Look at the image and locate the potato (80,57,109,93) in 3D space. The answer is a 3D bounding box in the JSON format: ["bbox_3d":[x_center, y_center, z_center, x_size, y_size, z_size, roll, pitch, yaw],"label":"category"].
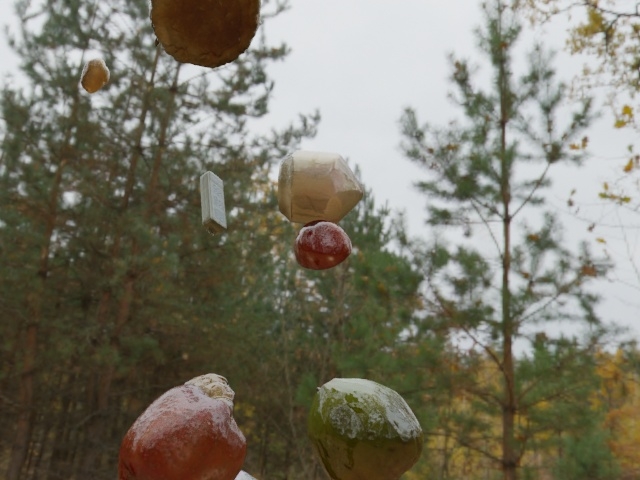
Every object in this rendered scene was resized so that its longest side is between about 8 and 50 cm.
[{"bbox_3d":[-0.542,-0.396,1.502,0.062,0.083,0.068,41,-3,-35],"label":"potato"}]

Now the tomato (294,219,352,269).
[{"bbox_3d":[0.000,0.000,1.531,0.139,0.091,0.159,-26,30,-13],"label":"tomato"}]

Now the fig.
[{"bbox_3d":[0.118,0.562,1.848,0.344,0.343,0.343,5,-18,2],"label":"fig"}]

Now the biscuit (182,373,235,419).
[{"bbox_3d":[-0.248,0.400,1.135,0.107,0.325,0.326,17,-21,-21],"label":"biscuit"}]

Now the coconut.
[{"bbox_3d":[-0.001,-0.141,1.711,0.234,0.224,0.224,1,-17,-6],"label":"coconut"}]

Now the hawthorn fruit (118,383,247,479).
[{"bbox_3d":[-0.158,0.240,0.708,0.133,0.138,0.132,25,-47,29],"label":"hawthorn fruit"}]

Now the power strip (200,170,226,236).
[{"bbox_3d":[-0.365,-0.128,2.124,0.052,0.272,0.078,-31,-45,19],"label":"power strip"}]

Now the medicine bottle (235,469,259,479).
[{"bbox_3d":[-0.195,0.820,1.819,0.326,0.212,0.212,30,-16,10],"label":"medicine bottle"}]

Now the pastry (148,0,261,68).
[{"bbox_3d":[-0.247,-0.497,1.345,0.257,0.121,0.235,-26,-52,-15],"label":"pastry"}]
